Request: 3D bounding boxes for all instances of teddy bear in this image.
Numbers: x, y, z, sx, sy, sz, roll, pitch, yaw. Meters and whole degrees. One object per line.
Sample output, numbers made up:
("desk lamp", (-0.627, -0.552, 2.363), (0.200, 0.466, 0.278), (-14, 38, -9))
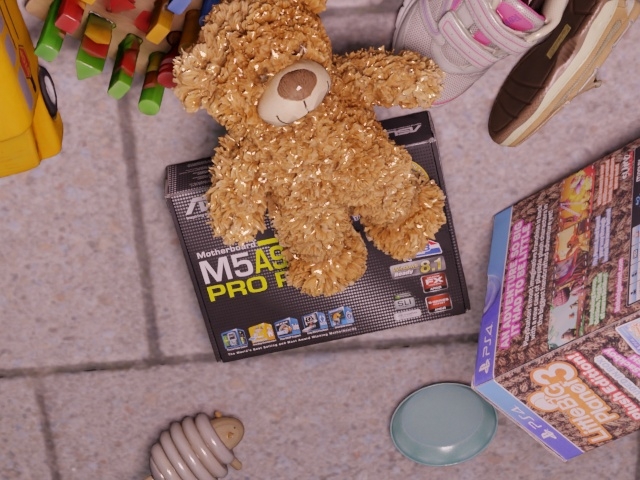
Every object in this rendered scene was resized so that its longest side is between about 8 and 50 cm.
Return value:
("teddy bear", (0.001, -0.076, 1.572), (0.245, 0.113, 0.338), (-10, 132, -3))

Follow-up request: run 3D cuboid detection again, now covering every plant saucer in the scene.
("plant saucer", (0.135, 0.197, 1.911), (0.119, 0.021, 0.119), (-2, 124, -4))

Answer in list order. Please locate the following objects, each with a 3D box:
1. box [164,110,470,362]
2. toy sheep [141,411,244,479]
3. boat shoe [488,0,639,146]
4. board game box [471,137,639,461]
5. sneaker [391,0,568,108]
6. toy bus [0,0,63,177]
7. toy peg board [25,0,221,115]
("box", (0.000, 0.000, 1.742), (0.270, 0.060, 0.216), (-11, 125, 3))
("toy sheep", (-0.139, 0.234, 1.878), (0.132, 0.091, 0.091), (-37, 121, -2))
("boat shoe", (0.237, -0.158, 1.653), (0.072, 0.068, 0.190), (21, 121, -31))
("board game box", (0.306, 0.038, 1.643), (0.291, 0.232, 0.141), (-29, 124, 36))
("sneaker", (0.153, -0.213, 1.577), (0.103, 0.111, 0.252), (27, 118, -21))
("toy bus", (-0.329, -0.195, 1.540), (0.108, 0.130, 0.332), (-13, 124, 5))
("toy peg board", (-0.165, -0.197, 1.556), (0.161, 0.079, 0.160), (28, 136, -22))
